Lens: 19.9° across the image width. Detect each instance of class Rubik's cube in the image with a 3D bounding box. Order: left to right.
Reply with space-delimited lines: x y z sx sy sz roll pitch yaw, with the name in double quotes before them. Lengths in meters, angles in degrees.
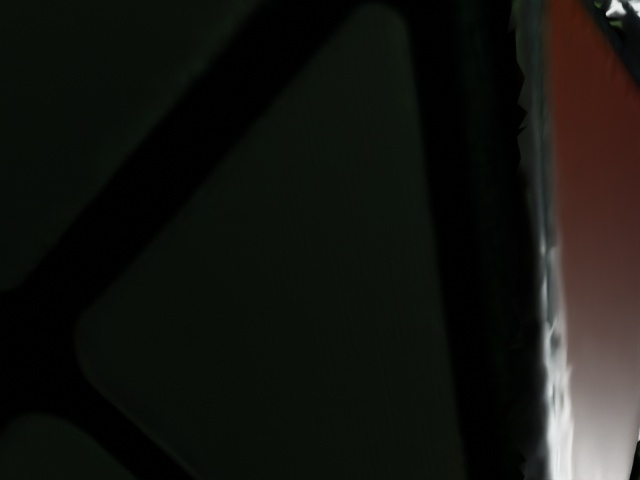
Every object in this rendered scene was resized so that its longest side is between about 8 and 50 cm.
"Rubik's cube" -0.017 -0.040 0.485 0.246 0.248 0.250 -52 142 -48
